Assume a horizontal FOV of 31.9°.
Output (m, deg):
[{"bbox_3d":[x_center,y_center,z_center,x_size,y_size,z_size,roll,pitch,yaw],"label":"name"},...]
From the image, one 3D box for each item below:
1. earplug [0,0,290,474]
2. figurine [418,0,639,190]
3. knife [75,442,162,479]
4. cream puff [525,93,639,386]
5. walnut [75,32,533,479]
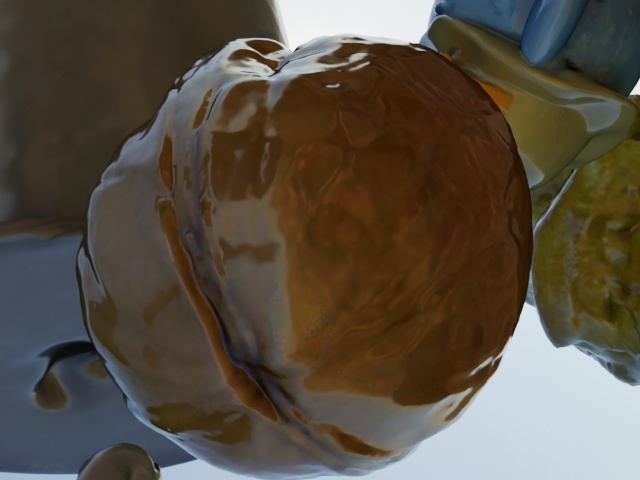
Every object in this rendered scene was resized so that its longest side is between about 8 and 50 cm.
[{"bbox_3d":[-0.161,-0.076,0.766,0.312,0.312,0.394,39,-148,-49],"label":"earplug"},{"bbox_3d":[0.143,-0.146,0.693,0.154,0.180,0.262,41,-126,-19],"label":"figurine"},{"bbox_3d":[-0.101,0.233,0.375,0.081,0.043,0.336,2,-86,-36],"label":"knife"},{"bbox_3d":[0.273,-0.033,0.828,0.323,0.274,0.270,-66,-26,-73],"label":"cream puff"},{"bbox_3d":[0.000,0.000,0.412,0.159,0.159,0.207,59,-162,-12],"label":"walnut"}]
